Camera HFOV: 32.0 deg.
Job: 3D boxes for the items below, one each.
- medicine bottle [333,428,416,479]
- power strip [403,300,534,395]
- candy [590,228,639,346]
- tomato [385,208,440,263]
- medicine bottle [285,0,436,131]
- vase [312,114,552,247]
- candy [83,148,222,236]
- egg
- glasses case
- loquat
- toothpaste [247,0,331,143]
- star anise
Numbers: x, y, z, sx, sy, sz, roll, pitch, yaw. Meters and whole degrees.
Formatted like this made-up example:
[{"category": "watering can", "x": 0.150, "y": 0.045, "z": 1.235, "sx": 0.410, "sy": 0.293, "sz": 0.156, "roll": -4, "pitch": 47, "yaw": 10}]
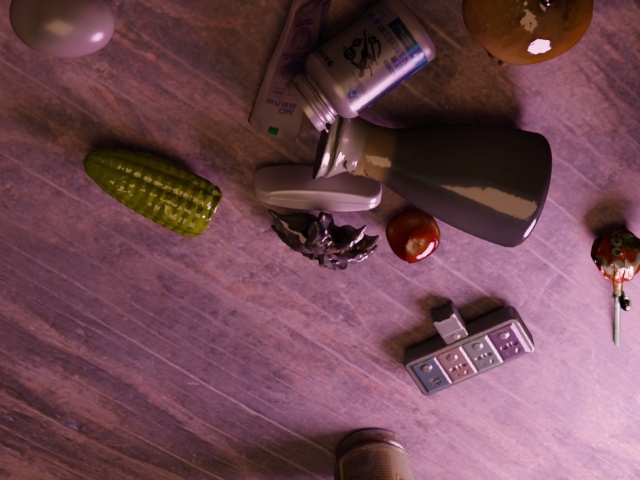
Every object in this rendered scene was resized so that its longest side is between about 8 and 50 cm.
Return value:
[{"category": "medicine bottle", "x": 0.106, "y": 0.502, "z": 1.996, "sx": 0.151, "sy": 0.322, "sz": 0.151, "roll": -2, "pitch": 130, "yaw": -2}, {"category": "power strip", "x": 0.240, "y": 0.167, "z": 1.909, "sx": 0.216, "sy": 0.061, "sz": 0.145, "roll": -25, "pitch": 120, "yaw": 15}, {"category": "candy", "x": 0.492, "y": 0.091, "z": 1.861, "sx": 0.084, "sy": 0.078, "sz": 0.287, "roll": -12, "pitch": 137, "yaw": 2}, {"category": "tomato", "x": 0.147, "y": -0.005, "z": 1.743, "sx": 0.087, "sy": 0.075, "sz": 0.087, "roll": -3, "pitch": 126, "yaw": -4}, {"category": "medicine bottle", "x": 0.051, "y": -0.235, "z": 1.498, "sx": 0.191, "sy": 0.107, "sz": 0.107, "roll": -37, "pitch": 124, "yaw": 4}, {"category": "vase", "x": 0.156, "y": -0.107, "z": 1.608, "sx": 0.321, "sy": 0.173, "sz": 0.173, "roll": 14, "pitch": 127, "yaw": -9}, {"category": "candy", "x": -0.250, "y": -0.079, "z": 1.644, "sx": 0.209, "sy": 0.096, "sz": 0.096, "roll": 24, "pitch": 124, "yaw": -18}, {"category": "egg", "x": -0.336, "y": -0.290, "z": 1.454, "sx": 0.135, "sy": 0.103, "sz": 0.103, "roll": 7, "pitch": 129, "yaw": -12}, {"category": "glasses case", "x": -0.005, "y": -0.079, "z": 1.670, "sx": 0.193, "sy": 0.074, "sz": 0.049, "roll": 4, "pitch": 125, "yaw": -8}, {"category": "loquat", "x": 0.270, "y": -0.303, "z": 1.465, "sx": 0.172, "sy": 0.149, "sz": 0.204, "roll": -17, "pitch": 166, "yaw": -17}, {"category": "toothpaste", "x": -0.030, "y": -0.263, "z": 1.536, "sx": 0.075, "sy": 0.048, "sz": 0.301, "roll": 4, "pitch": 132, "yaw": -21}, {"category": "star anise", "x": 0.000, "y": 0.000, "z": 1.704, "sx": 0.181, "sy": 0.061, "sz": 0.204, "roll": 18, "pitch": 165, "yaw": -3}]
